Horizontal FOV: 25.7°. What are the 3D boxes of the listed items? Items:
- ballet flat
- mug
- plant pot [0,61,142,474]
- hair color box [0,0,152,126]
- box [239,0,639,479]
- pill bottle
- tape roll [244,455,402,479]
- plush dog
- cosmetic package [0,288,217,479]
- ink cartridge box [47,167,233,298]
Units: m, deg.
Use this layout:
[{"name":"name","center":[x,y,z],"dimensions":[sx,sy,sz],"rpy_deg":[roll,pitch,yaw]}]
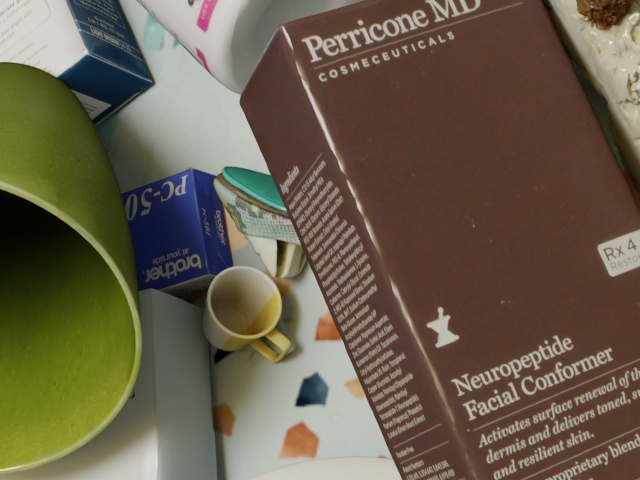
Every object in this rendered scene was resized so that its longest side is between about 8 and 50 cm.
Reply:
[{"name":"ballet flat","center":[0.000,0.000,1.134],"dimensions":[0.221,0.077,0.079],"rpy_deg":[16,108,30]},{"name":"mug","center":[-0.067,0.068,1.153],"dimensions":[0.078,0.062,0.064],"rpy_deg":[69,155,17]},{"name":"plant pot","center":[-0.268,-0.014,1.109],"dimensions":[0.275,0.275,0.293],"rpy_deg":[-34,29,19]},{"name":"hair color box","center":[-0.306,-0.251,1.326],"dimensions":[0.174,0.105,0.347],"rpy_deg":[-33,67,19]},{"name":"box","center":[0.112,0.021,0.940],"dimensions":[0.191,0.143,0.381],"rpy_deg":[-20,79,-20]},{"name":"pill bottle","center":[-0.104,-0.264,1.185],"dimensions":[0.160,0.160,0.283],"rpy_deg":[-50,62,11]},{"name":"tape roll","center":[0.025,0.338,0.950],"dimensions":[0.392,0.072,0.392],"rpy_deg":[-3,60,5]},{"name":"plush dog","center":[0.274,-0.178,0.960],"dimensions":[0.225,0.210,0.262],"rpy_deg":[-30,65,-5]},{"name":"cosmetic package","center":[-0.267,0.223,1.203],"dimensions":[0.377,0.097,0.284],"rpy_deg":[-16,69,26]},{"name":"ink cartridge box","center":[-0.179,0.014,1.238],"dimensions":[0.207,0.046,0.097],"rpy_deg":[-17,74,25]}]
